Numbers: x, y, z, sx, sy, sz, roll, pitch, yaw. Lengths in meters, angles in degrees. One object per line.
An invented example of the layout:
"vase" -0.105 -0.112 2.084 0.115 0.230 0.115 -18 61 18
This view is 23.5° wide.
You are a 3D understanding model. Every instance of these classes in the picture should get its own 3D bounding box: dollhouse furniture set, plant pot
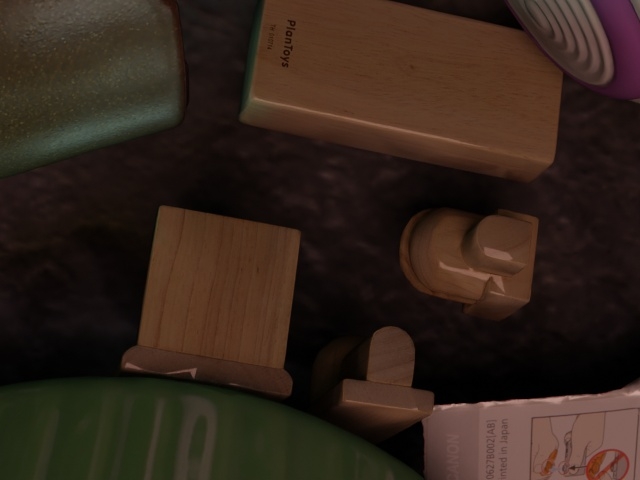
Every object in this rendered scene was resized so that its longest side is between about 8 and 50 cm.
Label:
"dollhouse furniture set" 0.000 0.000 0.592 0.144 0.123 0.151 11 72 -11
"plant pot" -0.136 -0.081 0.487 0.165 0.167 0.167 -14 110 -11

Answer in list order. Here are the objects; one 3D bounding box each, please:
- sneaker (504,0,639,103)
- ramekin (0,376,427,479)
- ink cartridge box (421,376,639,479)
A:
"sneaker" 0.085 -0.203 0.507 0.152 0.114 0.305 -34 112 -12
"ramekin" -0.067 0.185 0.533 0.303 0.148 0.303 2 133 2
"ink cartridge box" 0.151 0.122 0.631 0.225 0.056 0.181 -3 116 -2
